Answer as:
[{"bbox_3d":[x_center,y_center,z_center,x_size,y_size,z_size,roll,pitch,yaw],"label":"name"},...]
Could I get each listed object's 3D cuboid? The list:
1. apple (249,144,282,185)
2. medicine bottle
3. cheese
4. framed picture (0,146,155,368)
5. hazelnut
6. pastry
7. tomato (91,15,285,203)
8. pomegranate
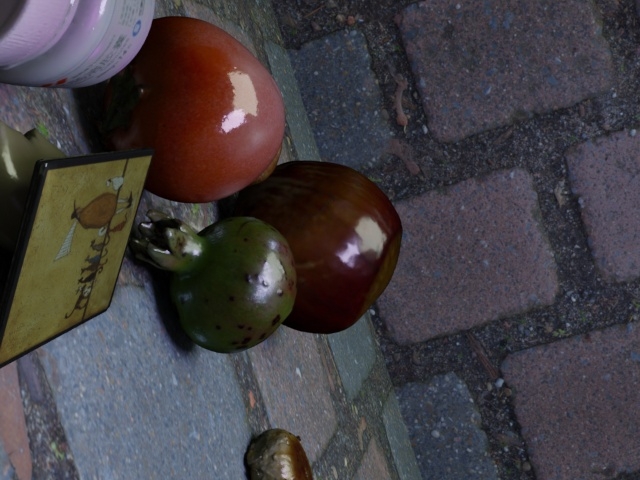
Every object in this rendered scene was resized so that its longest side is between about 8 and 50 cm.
[{"bbox_3d":[-0.182,-0.213,1.949,0.188,0.211,0.211,108,-31,-71],"label":"apple"},{"bbox_3d":[-0.368,-0.317,1.119,0.325,0.256,0.256,-44,116,-78],"label":"medicine bottle"},{"bbox_3d":[-0.378,-0.073,1.131,0.202,0.091,0.175,55,20,-57],"label":"cheese"},{"bbox_3d":[-0.308,0.009,1.164,0.339,0.014,0.255,-36,145,-77],"label":"framed picture"},{"bbox_3d":[0.000,0.000,2.079,0.429,0.402,0.402,-61,133,-59],"label":"hazelnut"},{"bbox_3d":[-0.069,0.462,1.774,0.182,0.093,0.192,-70,140,-75],"label":"pastry"},{"bbox_3d":[-0.212,-0.214,1.551,0.321,0.322,0.321,-17,90,-78],"label":"tomato"},{"bbox_3d":[-0.186,0.074,1.572,0.306,0.242,0.242,5,62,-38],"label":"pomegranate"}]
